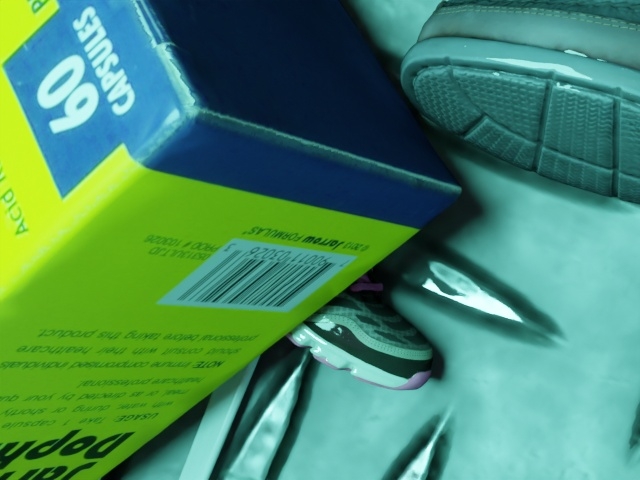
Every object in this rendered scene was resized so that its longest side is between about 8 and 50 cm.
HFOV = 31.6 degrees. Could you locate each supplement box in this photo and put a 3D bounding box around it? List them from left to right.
[{"bbox_3d":[-0.155,-0.002,0.503,0.356,0.195,0.194,-39,66,23],"label":"supplement box"}]

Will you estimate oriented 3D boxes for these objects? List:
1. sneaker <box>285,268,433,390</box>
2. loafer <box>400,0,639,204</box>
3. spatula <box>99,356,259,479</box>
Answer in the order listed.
[{"bbox_3d":[0.000,0.000,0.558,0.170,0.063,0.075,45,106,22],"label":"sneaker"},{"bbox_3d":[0.190,-0.064,0.490,0.302,0.109,0.095,16,71,14],"label":"loafer"},{"bbox_3d":[-0.125,0.137,0.617,0.168,0.019,0.242,24,92,25],"label":"spatula"}]
